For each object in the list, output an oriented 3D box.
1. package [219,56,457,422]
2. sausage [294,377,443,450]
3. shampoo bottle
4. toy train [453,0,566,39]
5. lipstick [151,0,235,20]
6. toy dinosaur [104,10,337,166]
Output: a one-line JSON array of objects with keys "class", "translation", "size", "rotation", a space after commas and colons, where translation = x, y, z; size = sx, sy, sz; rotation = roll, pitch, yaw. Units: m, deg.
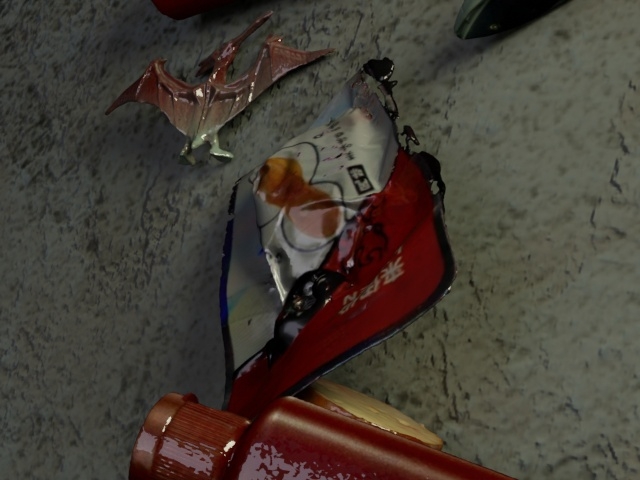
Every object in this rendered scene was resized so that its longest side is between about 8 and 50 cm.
[{"class": "package", "translation": [0.000, 0.000, 0.866], "size": [0.194, 0.071, 0.269], "rotation": [-48, 31, 26]}, {"class": "sausage", "translation": [-0.038, 0.236, 0.806], "size": [0.093, 0.093, 0.312], "rotation": [28, 92, 46]}, {"class": "shampoo bottle", "translation": [0.027, 0.149, 0.717], "size": [0.260, 0.064, 0.102], "rotation": [18, 90, 16]}, {"class": "toy train", "translation": [0.176, -0.199, 0.822], "size": [0.252, 0.055, 0.048], "rotation": [-30, 54, 30]}, {"class": "lipstick", "translation": [-0.013, -0.226, 1.000], "size": [0.279, 0.073, 0.073], "rotation": [-11, 65, 40]}, {"class": "toy dinosaur", "translation": [-0.079, -0.111, 1.040], "size": [0.220, 0.032, 0.108], "rotation": [-7, 64, 31]}]
